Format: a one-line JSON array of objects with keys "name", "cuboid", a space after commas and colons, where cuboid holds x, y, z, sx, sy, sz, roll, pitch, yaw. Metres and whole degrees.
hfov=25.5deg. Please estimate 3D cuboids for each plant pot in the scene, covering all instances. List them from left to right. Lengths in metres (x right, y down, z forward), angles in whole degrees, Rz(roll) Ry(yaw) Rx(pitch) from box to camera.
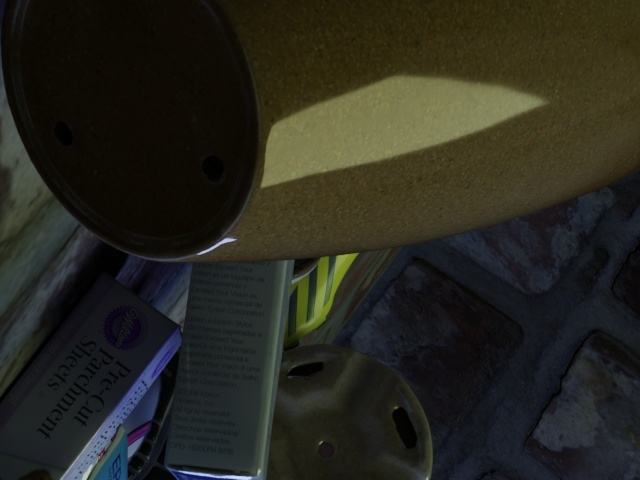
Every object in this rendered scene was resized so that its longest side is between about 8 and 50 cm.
[{"name": "plant pot", "cuboid": [-0.012, 0.259, 1.569, 0.334, 0.334, 0.305, -52, 173, -22]}, {"name": "plant pot", "cuboid": [0.009, -0.091, 0.558, 0.254, 0.237, 0.237, -30, 157, -49]}]

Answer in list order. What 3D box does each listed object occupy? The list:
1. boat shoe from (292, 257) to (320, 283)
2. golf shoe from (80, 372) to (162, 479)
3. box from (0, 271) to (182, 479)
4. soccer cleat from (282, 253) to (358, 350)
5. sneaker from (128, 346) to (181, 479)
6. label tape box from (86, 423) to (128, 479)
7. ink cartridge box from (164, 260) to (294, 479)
[{"name": "boat shoe", "cuboid": [-0.032, 0.003, 1.347, 0.072, 0.068, 0.190, -45, -179, 38]}, {"name": "golf shoe", "cuboid": [-0.177, 0.149, 1.006, 0.186, 0.067, 0.086, -52, 172, -20]}, {"name": "box", "cuboid": [-0.208, 0.168, 0.895, 0.324, 0.067, 0.063, -53, 174, -11]}, {"name": "soccer cleat", "cuboid": [-0.001, -0.001, 1.557, 0.289, 0.093, 0.121, -48, 142, -15]}, {"name": "sneaker", "cuboid": [-0.160, 0.198, 1.329, 0.208, 0.081, 0.094, -51, 175, -31]}, {"name": "label tape box", "cuboid": [-0.235, 0.265, 0.726, 0.347, 0.115, 0.249, -49, 154, -54]}, {"name": "ink cartridge box", "cuboid": [-0.051, 0.015, 1.007, 0.324, 0.071, 0.330, 98, -2, -76]}]
